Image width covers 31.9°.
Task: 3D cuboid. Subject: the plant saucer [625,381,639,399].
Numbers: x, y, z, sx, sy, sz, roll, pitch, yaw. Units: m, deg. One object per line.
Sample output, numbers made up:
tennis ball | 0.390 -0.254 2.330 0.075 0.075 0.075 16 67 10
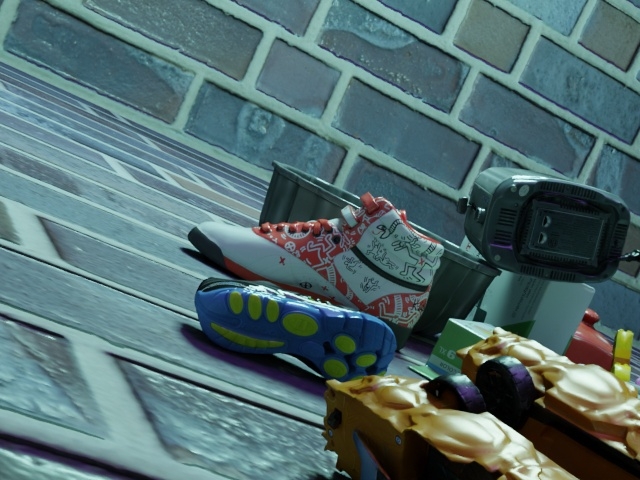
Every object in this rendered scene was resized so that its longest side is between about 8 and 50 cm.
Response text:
plant saucer | 0.332 0.213 0.961 0.400 0.100 0.400 26 5 -2

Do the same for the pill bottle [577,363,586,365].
pill bottle | 0.328 0.195 1.246 0.137 0.078 0.078 24 5 -23

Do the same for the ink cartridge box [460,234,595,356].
ink cartridge box | 0.263 0.091 1.583 0.087 0.153 0.208 21 6 -32

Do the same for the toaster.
toaster | 0.295 -0.023 1.457 0.227 0.129 0.146 8 12 -12

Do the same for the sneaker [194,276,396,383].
sneaker | -0.017 0.067 0.901 0.188 0.067 0.078 20 13 -29

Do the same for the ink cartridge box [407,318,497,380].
ink cartridge box | 0.187 0.137 1.224 0.109 0.062 0.209 29 6 25

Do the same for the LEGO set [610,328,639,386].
LEGO set | 0.386 0.167 1.381 0.087 0.093 0.227 11 -19 4

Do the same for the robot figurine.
robot figurine | 0.141 0.141 0.587 0.211 0.085 0.291 -13 28 -31

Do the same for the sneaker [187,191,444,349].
sneaker | 0.001 0.000 1.235 0.270 0.145 0.090 26 5 1

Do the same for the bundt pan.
bundt pan | 0.061 0.021 1.457 0.331 0.124 0.331 26 6 -3

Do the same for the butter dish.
butter dish | 0.378 0.156 1.675 0.160 0.118 0.160 25 4 -11
